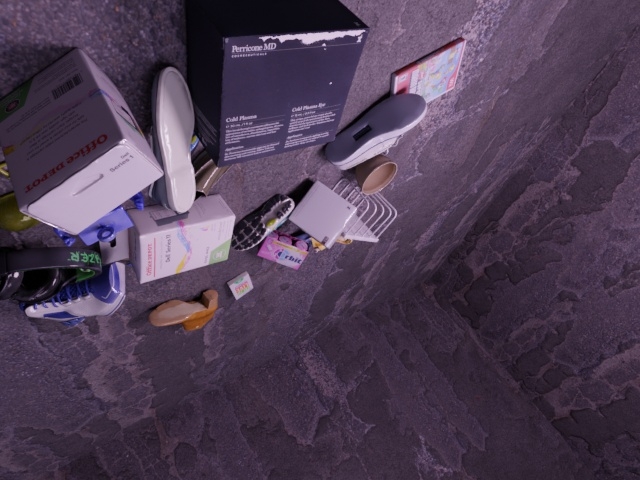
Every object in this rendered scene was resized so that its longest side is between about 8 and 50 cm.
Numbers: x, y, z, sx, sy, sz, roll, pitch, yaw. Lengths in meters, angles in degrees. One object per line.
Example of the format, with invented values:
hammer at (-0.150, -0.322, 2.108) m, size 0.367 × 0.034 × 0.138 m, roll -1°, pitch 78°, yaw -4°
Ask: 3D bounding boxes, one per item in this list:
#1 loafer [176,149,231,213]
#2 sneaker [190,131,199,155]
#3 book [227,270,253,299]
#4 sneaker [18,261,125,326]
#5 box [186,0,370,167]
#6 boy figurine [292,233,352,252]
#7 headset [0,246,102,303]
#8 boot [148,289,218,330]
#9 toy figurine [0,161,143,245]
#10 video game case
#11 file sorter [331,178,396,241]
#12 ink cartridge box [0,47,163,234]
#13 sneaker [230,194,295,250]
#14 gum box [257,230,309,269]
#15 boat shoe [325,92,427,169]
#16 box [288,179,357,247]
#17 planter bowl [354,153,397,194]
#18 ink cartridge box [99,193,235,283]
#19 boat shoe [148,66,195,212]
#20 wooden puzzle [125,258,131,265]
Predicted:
loafer at (-0.326, -0.163, 1.131) m, size 0.251 × 0.087 × 0.094 m, roll -40°, pitch 155°, yaw 10°
sneaker at (-0.371, -0.207, 1.047) m, size 0.188 × 0.067 × 0.078 m, roll -49°, pitch 173°, yaw 22°
book at (-0.353, 0.197, 1.797) m, size 0.096 × 0.035 × 0.144 m, roll -32°, pitch 154°, yaw -16°
sneaker at (-0.704, 0.158, 1.123) m, size 0.316 × 0.127 × 0.182 m, roll -25°, pitch 156°, yaw 23°
box at (-0.109, -0.371, 0.934) m, size 0.344 × 0.178 × 0.312 m, roll -20°, pitch 152°, yaw -30°
boy figurine at (0.000, 0.000, 1.745) m, size 0.286 × 0.092 × 0.177 m, roll -11°, pitch 151°, yaw -8°
headset at (-0.726, 0.109, 0.958) m, size 0.395 × 0.185 × 0.243 m, roll -11°, pitch 169°, yaw 2°
boot at (-0.556, 0.321, 1.670) m, size 0.295 × 0.104 × 0.211 m, roll -21°, pitch 151°, yaw -37°
toy figurine at (-0.527, -0.077, 0.881) m, size 0.363 × 0.217 × 0.191 m, roll -27°, pitch 153°, yaw -19°
video game case at (0.360, -0.545, 1.394) m, size 0.285 × 0.025 × 0.204 m, roll -31°, pitch 154°, yaw -10°
file sorter at (0.164, -0.124, 1.692) m, size 0.173 × 0.192 × 0.278 m, roll -50°, pitch 151°, yaw 21°
ink cartridge box at (-0.442, -0.180, 0.735) m, size 0.202 × 0.278 × 0.117 m, roll -35°, pitch 154°, yaw -1°
sneaker at (-0.201, -0.051, 1.474) m, size 0.275 × 0.107 × 0.110 m, roll -36°, pitch 164°, yaw 0°
gum box at (-0.153, 0.032, 1.617) m, size 0.189 × 0.062 × 0.107 m, roll 21°, pitch 126°, yaw -18°
boat shoe at (0.200, -0.353, 1.398) m, size 0.367 × 0.135 × 0.156 m, roll -33°, pitch 161°, yaw 10°
box at (0.011, -0.091, 1.493) m, size 0.180 × 0.182 × 0.119 m, roll -53°, pitch 174°, yaw -2°
planter bowl at (0.199, -0.273, 1.568) m, size 0.162 × 0.109 × 0.162 m, roll -28°, pitch 154°, yaw -15°
ink cartridge box at (-0.450, -0.001, 1.208) m, size 0.354 × 0.119 × 0.207 m, roll -16°, pitch 143°, yaw -35°
boat shoe at (-0.354, -0.221, 0.917) m, size 0.116 × 0.099 × 0.318 m, roll -44°, pitch 142°, yaw -59°
wooden puzzle at (-0.572, 0.034, 1.254) m, size 0.116 × 0.014 × 0.079 m, roll -48°, pitch 147°, yaw 15°
